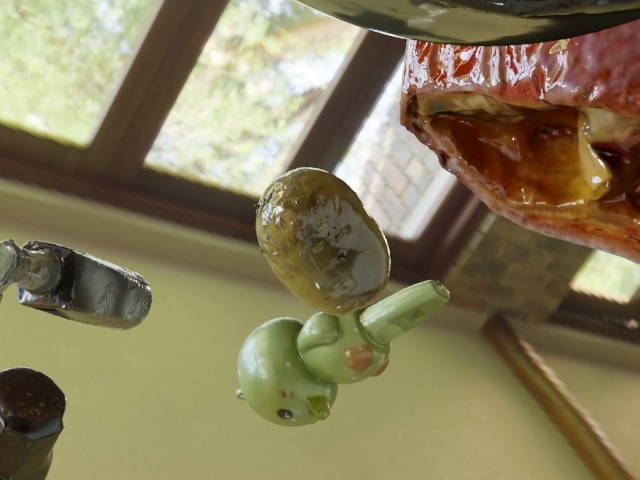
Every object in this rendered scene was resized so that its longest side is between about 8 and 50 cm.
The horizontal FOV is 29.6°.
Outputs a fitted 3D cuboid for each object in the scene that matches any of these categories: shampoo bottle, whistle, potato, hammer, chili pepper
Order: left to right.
[{"bbox_3d":[-0.442,0.270,1.195,0.095,0.242,0.409,44,-151,22],"label":"hammer"},{"bbox_3d":[-0.207,0.038,0.992,0.057,0.063,0.208,0,169,18],"label":"shampoo bottle"},{"bbox_3d":[0.000,0.000,0.964,0.070,0.091,0.138,34,163,51],"label":"potato"},{"bbox_3d":[0.019,0.140,1.417,0.141,0.294,0.141,32,-131,-46],"label":"whistle"},{"bbox_3d":[0.175,-0.157,0.703,0.251,0.305,0.229,12,164,10],"label":"chili pepper"}]

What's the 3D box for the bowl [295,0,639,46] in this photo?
[{"bbox_3d":[0.053,-0.228,0.491,0.354,0.353,0.185,30,165,-3],"label":"bowl"}]
